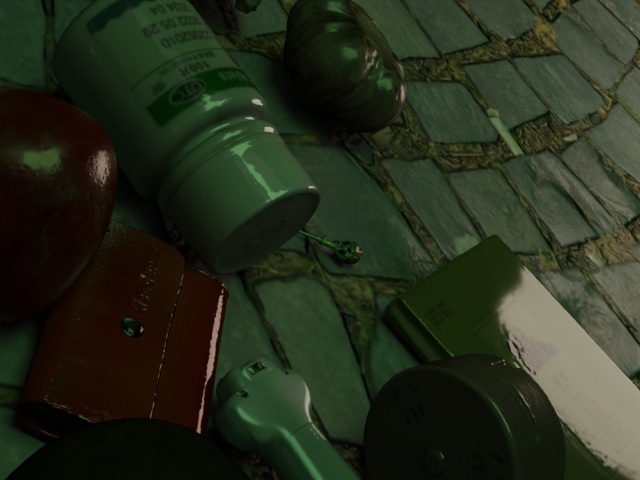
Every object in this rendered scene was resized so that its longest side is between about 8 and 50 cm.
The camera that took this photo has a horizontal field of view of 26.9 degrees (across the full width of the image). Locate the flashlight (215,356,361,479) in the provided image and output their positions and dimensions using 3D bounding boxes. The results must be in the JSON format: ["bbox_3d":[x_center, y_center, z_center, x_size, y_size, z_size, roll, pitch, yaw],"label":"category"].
[{"bbox_3d":[-0.007,0.179,1.021,0.200,0.047,0.093,52,36,10],"label":"flashlight"}]

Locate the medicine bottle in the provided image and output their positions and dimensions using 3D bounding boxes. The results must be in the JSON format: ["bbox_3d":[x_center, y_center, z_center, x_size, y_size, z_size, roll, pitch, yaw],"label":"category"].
[{"bbox_3d":[-0.112,-0.096,1.133,0.139,0.139,0.237,-16,62,-50],"label":"medicine bottle"}]

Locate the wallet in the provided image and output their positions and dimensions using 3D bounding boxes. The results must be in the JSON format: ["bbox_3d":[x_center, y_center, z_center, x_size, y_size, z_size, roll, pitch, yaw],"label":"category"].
[{"bbox_3d":[-0.140,0.078,1.003,0.142,0.045,0.204,27,37,-18],"label":"wallet"}]

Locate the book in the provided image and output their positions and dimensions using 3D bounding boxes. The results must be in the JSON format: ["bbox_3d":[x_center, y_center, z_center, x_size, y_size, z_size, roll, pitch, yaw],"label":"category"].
[{"bbox_3d":[0.235,0.156,1.280,0.352,0.035,0.239,48,34,10],"label":"book"}]

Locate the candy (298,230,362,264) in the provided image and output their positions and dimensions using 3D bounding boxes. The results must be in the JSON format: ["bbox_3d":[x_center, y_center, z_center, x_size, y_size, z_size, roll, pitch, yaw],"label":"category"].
[{"bbox_3d":[0.000,0.000,1.243,0.083,0.023,0.025,22,47,-9],"label":"candy"}]

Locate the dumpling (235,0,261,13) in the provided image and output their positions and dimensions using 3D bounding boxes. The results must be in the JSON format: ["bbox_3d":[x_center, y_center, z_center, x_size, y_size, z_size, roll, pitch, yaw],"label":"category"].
[{"bbox_3d":[-0.150,-0.329,1.351,0.258,0.147,0.193,46,-8,-34],"label":"dumpling"}]

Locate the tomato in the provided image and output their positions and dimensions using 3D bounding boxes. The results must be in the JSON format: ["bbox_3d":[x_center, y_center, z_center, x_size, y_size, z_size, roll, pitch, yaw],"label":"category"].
[{"bbox_3d":[-0.229,-0.038,0.943,0.166,0.082,0.174,37,75,-5],"label":"tomato"}]

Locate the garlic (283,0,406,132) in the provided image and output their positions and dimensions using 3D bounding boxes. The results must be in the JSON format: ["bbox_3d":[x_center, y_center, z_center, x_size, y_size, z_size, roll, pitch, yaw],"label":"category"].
[{"bbox_3d":[0.021,-0.181,1.382,0.159,0.102,0.147,56,22,0],"label":"garlic"}]

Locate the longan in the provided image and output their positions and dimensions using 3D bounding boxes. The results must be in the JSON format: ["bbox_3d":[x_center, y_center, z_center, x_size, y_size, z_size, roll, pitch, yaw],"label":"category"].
[{"bbox_3d":[-0.115,0.211,0.764,0.198,0.198,0.212,0,64,-43],"label":"longan"}]

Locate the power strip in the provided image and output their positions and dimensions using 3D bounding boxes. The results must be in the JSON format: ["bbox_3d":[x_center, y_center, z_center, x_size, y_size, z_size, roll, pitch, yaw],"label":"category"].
[{"bbox_3d":[0.111,0.169,1.055,0.078,0.154,0.154,-7,57,-50],"label":"power strip"}]
